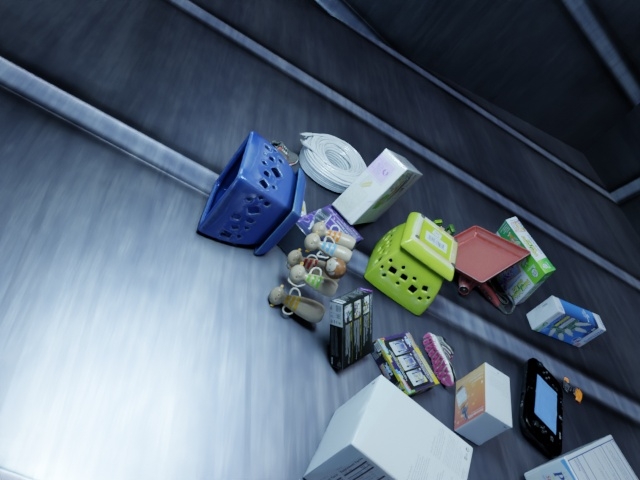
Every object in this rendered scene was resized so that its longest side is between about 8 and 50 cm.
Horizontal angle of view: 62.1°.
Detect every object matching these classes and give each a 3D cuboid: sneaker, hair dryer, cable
[{"bbox_3d":[-0.136,-0.304,1.817,0.158,0.065,0.061,7,48,-35],"label":"sneaker"},{"bbox_3d":[0.602,0.159,1.944,0.294,0.080,0.223,4,50,-37],"label":"hair dryer"},{"bbox_3d":[0.047,-0.278,1.926,0.257,0.089,0.257,-12,61,-47],"label":"cable"},{"bbox_3d":[0.367,0.348,1.567,0.075,0.063,0.170,6,43,-27],"label":"sneaker"}]

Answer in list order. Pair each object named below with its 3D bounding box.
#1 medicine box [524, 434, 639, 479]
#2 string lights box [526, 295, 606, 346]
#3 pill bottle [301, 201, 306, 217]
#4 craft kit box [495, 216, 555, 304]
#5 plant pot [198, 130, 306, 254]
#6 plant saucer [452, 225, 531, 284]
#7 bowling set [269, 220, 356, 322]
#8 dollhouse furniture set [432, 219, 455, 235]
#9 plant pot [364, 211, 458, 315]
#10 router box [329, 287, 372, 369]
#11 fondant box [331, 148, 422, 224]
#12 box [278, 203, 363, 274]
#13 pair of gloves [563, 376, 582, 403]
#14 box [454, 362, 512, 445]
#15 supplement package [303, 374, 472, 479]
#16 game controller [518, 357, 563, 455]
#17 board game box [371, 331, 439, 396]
[{"bbox_3d":[0.743,0.704,1.436,0.289,0.149,0.263,1,54,-38],"label":"medicine box"},{"bbox_3d":[0.932,0.310,2.018,0.260,0.133,0.076,21,40,-22],"label":"string lights box"},{"bbox_3d":[-0.066,-0.088,1.671,0.043,0.043,0.083,18,42,-25],"label":"pill bottle"},{"bbox_3d":[0.730,0.081,1.996,0.061,0.249,0.246,-19,61,-21],"label":"craft kit box"},{"bbox_3d":[-0.174,-0.115,1.464,0.212,0.236,0.236,30,37,-21],"label":"plant pot"},{"bbox_3d":[0.568,0.057,1.914,0.259,0.047,0.259,-26,36,-25],"label":"plant saucer"},{"bbox_3d":[-0.011,0.051,1.360,0.154,0.200,0.287,24,68,1],"label":"bowling set"},{"bbox_3d":[0.437,-0.032,2.050,0.152,0.058,0.076,-6,61,-19],"label":"dollhouse furniture set"},{"bbox_3d":[0.306,0.060,1.696,0.228,0.207,0.227,36,37,-5],"label":"plant pot"},{"bbox_3d":[0.081,0.226,1.377,0.046,0.178,0.133,11,18,39],"label":"router box"},{"bbox_3d":[0.194,-0.168,1.726,0.096,0.238,0.330,47,16,9],"label":"fondant box"},{"bbox_3d":[0.000,0.000,1.583,0.153,0.108,0.207,48,38,11],"label":"box"},{"bbox_3d":[0.882,0.522,1.860,0.083,0.010,0.074,40,37,2],"label":"pair of gloves"},{"bbox_3d":[0.448,0.452,1.474,0.091,0.130,0.170,33,37,-9],"label":"box"},{"bbox_3d":[0.148,0.477,1.141,0.263,0.198,0.199,39,38,0],"label":"supplement package"},{"bbox_3d":[0.698,0.515,1.669,0.166,0.067,0.319,39,38,0],"label":"game controller"},{"bbox_3d":[0.231,0.345,1.471,0.141,0.048,0.170,-1,52,-43],"label":"board game box"}]
